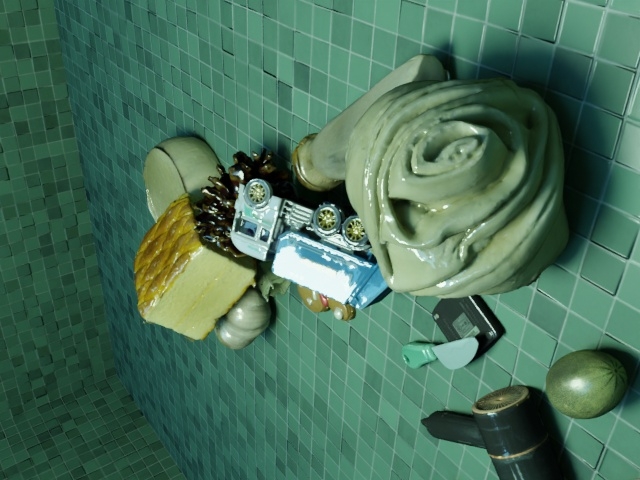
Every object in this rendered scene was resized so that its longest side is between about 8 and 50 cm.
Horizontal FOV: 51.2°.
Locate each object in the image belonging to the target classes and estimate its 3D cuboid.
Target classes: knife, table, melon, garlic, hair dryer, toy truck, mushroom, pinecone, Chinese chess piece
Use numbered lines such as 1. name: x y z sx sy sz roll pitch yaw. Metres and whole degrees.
1. knife: 0.228 0.217 1.263 0.063 0.034 0.260 65 156 1
2. table: -0.130 0.103 1.756 0.083 0.062 0.079 57 147 20
3. melon: 0.389 0.210 0.981 0.098 0.098 0.131 59 144 17
4. garlic: -0.220 0.185 1.856 0.228 0.152 0.228 -176 90 -67
5. hair dryer: 0.292 0.372 1.245 0.189 0.107 0.352 68 157 0
6. toy truck: 0.000 0.000 1.305 0.367 0.146 0.175 23 99 21
7. mushroom: 0.082 -0.177 1.197 0.407 0.137 0.154 -25 70 60
8. pinecone: -0.174 -0.085 1.571 0.243 0.243 0.257 5 81 56
9. Chinese chess piece: -0.391 -0.136 1.956 0.338 0.140 0.338 31 131 44

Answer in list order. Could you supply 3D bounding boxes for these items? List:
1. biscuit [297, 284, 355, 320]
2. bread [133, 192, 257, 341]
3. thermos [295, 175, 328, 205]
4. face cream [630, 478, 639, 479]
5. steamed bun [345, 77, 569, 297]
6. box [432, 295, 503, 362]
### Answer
1. biscuit: 0.021 0.085 1.530 0.339 0.047 0.216 -34 77 58
2. bread: -0.331 0.060 1.732 0.279 0.207 0.279 -48 36 22
3. thermos: -0.017 -0.082 1.445 0.083 0.073 0.188 77 -170 -81
4. face cream: 0.472 0.440 0.975 0.149 0.104 0.149 34 134 44
5. steamed bun: 0.181 -0.065 0.926 0.309 0.219 0.324 -7 98 16
6. box: 0.261 0.149 1.211 0.125 0.027 0.126 56 146 22
